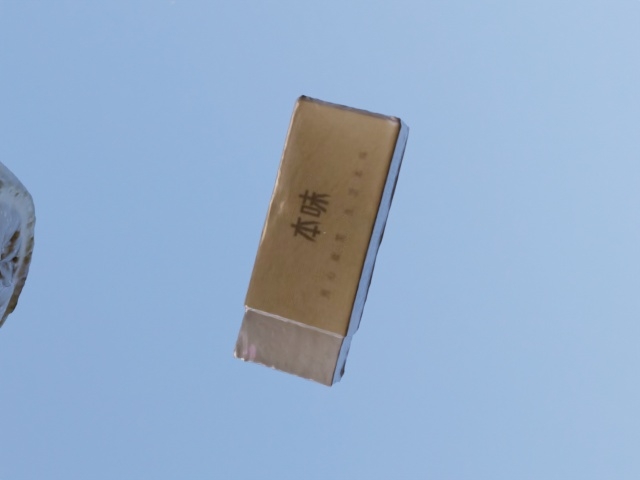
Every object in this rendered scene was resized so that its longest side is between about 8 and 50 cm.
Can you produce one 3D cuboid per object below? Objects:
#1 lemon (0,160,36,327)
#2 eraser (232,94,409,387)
[{"bbox_3d":[-0.541,0.005,0.990,0.364,0.364,0.364,2,-93,-36],"label":"lemon"},{"bbox_3d":[0.000,0.000,1.069,0.078,0.144,0.343,4,-80,-77],"label":"eraser"}]
